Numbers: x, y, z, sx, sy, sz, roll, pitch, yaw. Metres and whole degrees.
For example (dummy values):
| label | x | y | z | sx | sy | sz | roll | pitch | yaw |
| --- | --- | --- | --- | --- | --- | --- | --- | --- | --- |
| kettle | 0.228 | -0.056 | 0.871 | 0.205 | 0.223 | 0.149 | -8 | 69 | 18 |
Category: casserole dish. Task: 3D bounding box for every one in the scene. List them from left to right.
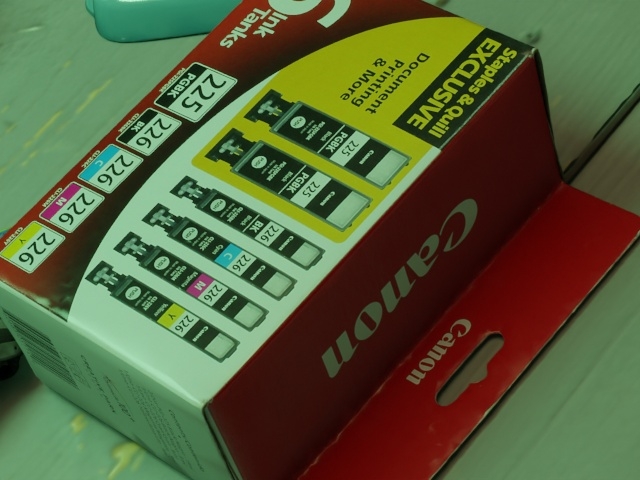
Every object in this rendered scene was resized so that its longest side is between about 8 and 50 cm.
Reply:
| label | x | y | z | sx | sy | sz | roll | pitch | yaw |
| --- | --- | --- | --- | --- | --- | --- | --- | --- | --- |
| casserole dish | -0.092 | -0.205 | 1.446 | 0.188 | 0.037 | 0.114 | -6 | 49 | 16 |

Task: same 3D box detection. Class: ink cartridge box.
| label | x | y | z | sx | sy | sz | roll | pitch | yaw |
| --- | --- | --- | --- | --- | --- | --- | --- | --- | --- |
| ink cartridge box | 0.000 | 0.000 | 1.178 | 0.272 | 0.130 | 0.309 | 27 | 64 | 34 |

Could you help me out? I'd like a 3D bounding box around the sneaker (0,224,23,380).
| label | x | y | z | sx | sy | sz | roll | pitch | yaw |
| --- | --- | --- | --- | --- | --- | --- | --- | --- | --- |
| sneaker | -0.220 | 0.050 | 1.260 | 0.067 | 0.078 | 0.188 | -20 | 23 | 43 |
